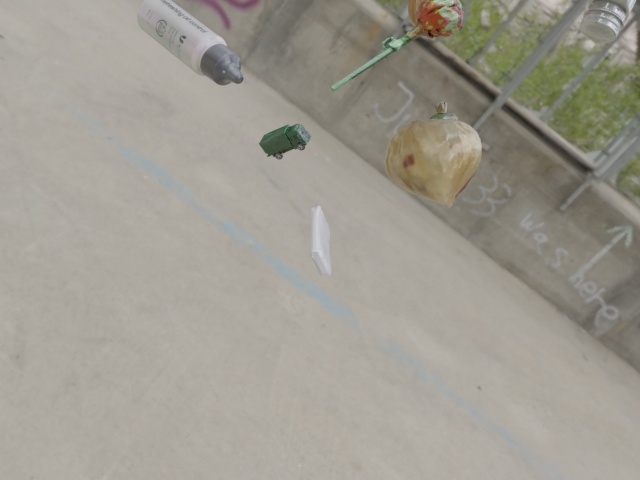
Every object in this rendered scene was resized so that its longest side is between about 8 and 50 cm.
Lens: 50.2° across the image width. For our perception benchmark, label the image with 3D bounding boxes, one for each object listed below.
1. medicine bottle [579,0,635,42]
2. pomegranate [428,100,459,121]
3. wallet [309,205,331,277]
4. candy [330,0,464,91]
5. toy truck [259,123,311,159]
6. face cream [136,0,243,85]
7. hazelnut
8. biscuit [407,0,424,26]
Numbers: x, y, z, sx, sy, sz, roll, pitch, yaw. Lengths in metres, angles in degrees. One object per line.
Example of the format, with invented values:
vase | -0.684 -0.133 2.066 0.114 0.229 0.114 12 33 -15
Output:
medicine bottle | 0.862 -0.736 1.961 0.124 0.324 0.179 24 -3 17
pomegranate | 0.422 -0.408 2.345 0.115 0.115 0.142 11 71 -47
wallet | 0.000 0.000 1.649 0.190 0.033 0.095 -91 162 -51
candy | 0.140 -0.354 1.256 0.084 0.288 0.078 56 -3 -23
toy truck | -0.106 -0.310 2.131 0.079 0.147 0.065 57 33 -28
face cream | -0.260 -0.402 1.409 0.311 0.092 0.092 42 22 28
hazelnut | 0.307 -0.205 1.823 0.261 0.261 0.240 -29 113 -65
biscuit | 0.296 -0.619 1.616 0.044 0.202 0.288 26 59 32
